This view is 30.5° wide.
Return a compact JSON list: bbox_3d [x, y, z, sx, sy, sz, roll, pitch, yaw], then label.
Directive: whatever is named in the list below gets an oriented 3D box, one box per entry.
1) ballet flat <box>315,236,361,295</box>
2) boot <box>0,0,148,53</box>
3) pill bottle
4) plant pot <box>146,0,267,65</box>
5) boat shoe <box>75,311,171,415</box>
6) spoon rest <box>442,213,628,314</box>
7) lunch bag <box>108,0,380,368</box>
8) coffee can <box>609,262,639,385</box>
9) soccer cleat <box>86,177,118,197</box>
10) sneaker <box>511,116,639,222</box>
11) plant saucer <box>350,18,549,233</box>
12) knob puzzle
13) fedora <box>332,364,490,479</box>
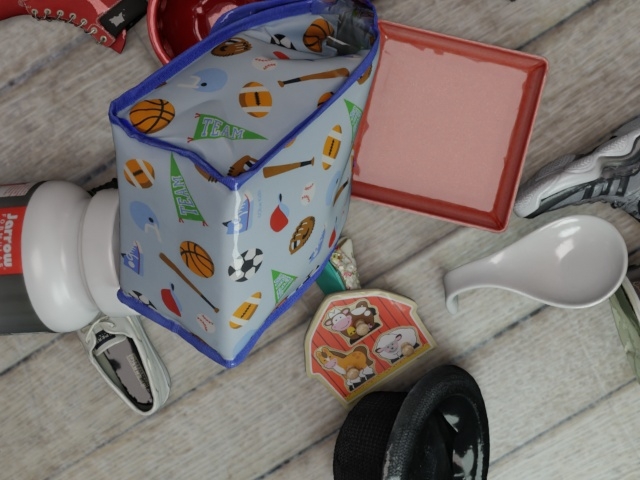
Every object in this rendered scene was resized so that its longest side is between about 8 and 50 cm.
[{"bbox_3d":[0.000,0.000,1.707,0.077,0.091,0.241,-42,103,-23],"label":"ballet flat"},{"bbox_3d":[-0.372,-0.316,1.653,0.244,0.088,0.176,-29,100,1],"label":"boot"},{"bbox_3d":[-0.417,0.025,1.610,0.362,0.210,0.210,-4,100,15],"label":"pill bottle"},{"bbox_3d":[-0.132,-0.300,1.606,0.191,0.174,0.191,0,100,1],"label":"plant pot"},{"bbox_3d":[-0.312,0.140,1.724,0.096,0.088,0.268,-26,99,5],"label":"boat shoe"},{"bbox_3d":[0.295,0.045,1.655,0.276,0.084,0.137,-16,66,25],"label":"spoon rest"},{"bbox_3d":[-0.075,-0.100,1.465,0.239,0.385,0.328,31,141,20],"label":"lunch bag"},{"bbox_3d":[0.570,0.097,1.654,0.275,0.201,0.202,-18,99,3],"label":"coffee can"},{"bbox_3d":[-0.299,-0.064,1.712,0.178,0.060,0.072,0,84,-2],"label":"soccer cleat"},{"bbox_3d":[0.417,-0.065,1.679,0.268,0.101,0.153,-29,100,6],"label":"sneaker"},{"bbox_3d":[0.171,-0.164,1.685,0.259,0.048,0.258,14,99,3],"label":"plant saucer"},{"bbox_3d":[0.061,0.148,1.710,0.213,0.030,0.213,-8,123,-12],"label":"knob puzzle"},{"bbox_3d":[0.119,0.331,1.702,0.152,0.334,0.334,12,101,34],"label":"fedora"}]
